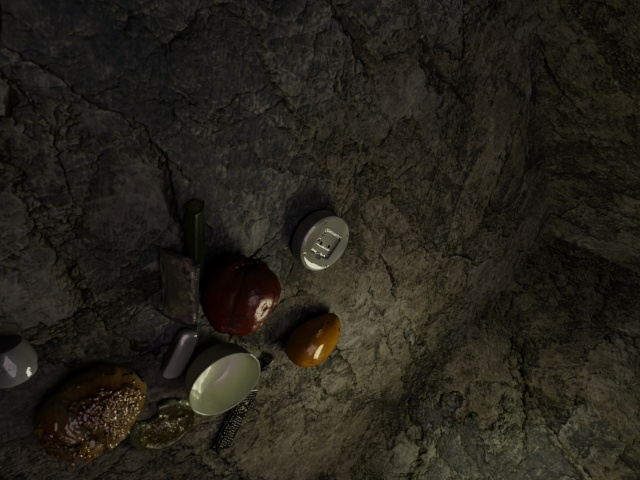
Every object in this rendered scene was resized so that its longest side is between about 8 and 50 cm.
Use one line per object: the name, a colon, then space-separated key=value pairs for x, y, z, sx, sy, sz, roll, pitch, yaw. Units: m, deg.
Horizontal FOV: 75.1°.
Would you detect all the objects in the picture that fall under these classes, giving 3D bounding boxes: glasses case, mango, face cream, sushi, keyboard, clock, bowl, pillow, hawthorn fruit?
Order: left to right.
face cream: x=-0.799 y=0.309 z=1.070 sx=0.117 sy=0.117 sz=0.104 roll=-20 pitch=118 yaw=-31
glasses case: x=-0.486 y=0.391 z=1.437 sx=0.074 sy=0.049 sz=0.194 roll=17 pitch=104 yaw=-45
pillow: x=-0.425 y=0.147 z=1.278 sx=0.059 sy=0.169 sz=0.255 roll=-40 pitch=144 yaw=-58
bowl: x=-0.372 y=0.485 z=1.526 sx=0.276 sy=0.145 sz=0.277 roll=-20 pitch=126 yaw=-31
keyboard: x=-0.372 y=0.775 z=1.795 sx=0.106 sy=0.027 sz=0.317 roll=16 pitch=105 yaw=-46
hawthorn fruit: x=-0.258 y=0.178 z=1.364 sx=0.258 sy=0.258 sz=0.262 roll=0 pitch=88 yaw=-41
sushi: x=-0.230 y=0.508 z=1.733 sx=0.083 sy=0.046 sz=0.044 roll=-35 pitch=133 yaw=-18
mango: x=-0.019 y=0.429 z=1.794 sx=0.290 sy=0.159 sz=0.191 roll=-37 pitch=129 yaw=-30
clock: x=0.000 y=0.000 z=1.585 sx=0.230 sy=0.083 sz=0.231 roll=-20 pitch=128 yaw=-28

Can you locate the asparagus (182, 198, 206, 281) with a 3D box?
asparagus: x=-0.384 y=0.008 z=1.275 sx=0.067 sy=0.060 sz=0.278 roll=-8 pitch=120 yaw=-25

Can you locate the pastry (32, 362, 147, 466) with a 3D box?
pastry: x=-0.681 y=0.534 z=1.263 sx=0.315 sy=0.184 sz=0.285 roll=-36 pitch=135 yaw=-18

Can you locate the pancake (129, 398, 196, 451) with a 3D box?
pancake: x=-0.579 y=0.696 z=1.560 sx=0.253 sy=0.037 sz=0.254 roll=-21 pitch=127 yaw=-30
